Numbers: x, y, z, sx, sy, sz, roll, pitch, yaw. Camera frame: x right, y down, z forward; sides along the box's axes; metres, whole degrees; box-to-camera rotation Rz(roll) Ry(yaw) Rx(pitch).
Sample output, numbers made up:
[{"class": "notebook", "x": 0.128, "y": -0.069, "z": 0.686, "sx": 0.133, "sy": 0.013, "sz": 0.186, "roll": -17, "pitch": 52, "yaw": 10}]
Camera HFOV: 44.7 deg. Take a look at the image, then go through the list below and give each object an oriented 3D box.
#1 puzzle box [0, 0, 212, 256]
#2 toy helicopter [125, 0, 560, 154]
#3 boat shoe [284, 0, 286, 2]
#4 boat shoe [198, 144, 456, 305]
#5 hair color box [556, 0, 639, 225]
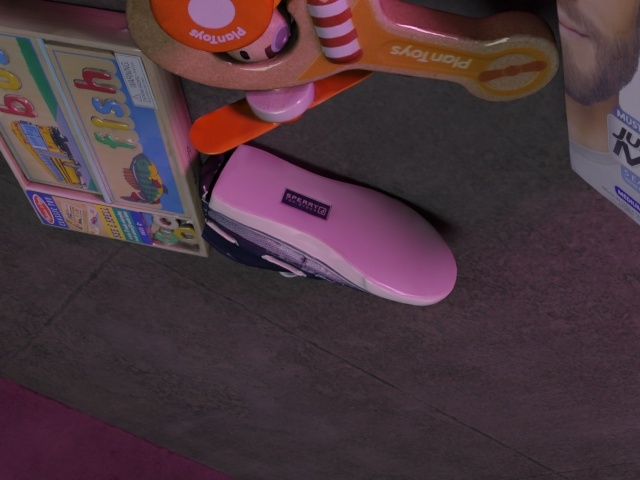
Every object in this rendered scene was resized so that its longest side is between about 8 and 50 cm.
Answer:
[{"class": "puzzle box", "x": -0.293, "y": -0.130, "z": 0.997, "sx": 0.272, "sy": 0.052, "sz": 0.409, "roll": 11, "pitch": 148, "yaw": 10}, {"class": "toy helicopter", "x": 0.022, "y": -0.158, "z": 0.639, "sx": 0.354, "sy": 0.140, "sz": 0.235, "roll": 7, "pitch": 147, "yaw": -13}, {"class": "boat shoe", "x": -0.062, "y": -0.229, "z": 0.721, "sx": 0.073, "sy": 0.073, "sz": 0.207, "roll": 27, "pitch": 139, "yaw": -25}, {"class": "boat shoe", "x": 0.000, "y": 0.000, "z": 1.012, "sx": 0.340, "sy": 0.127, "sz": 0.158, "roll": 28, "pitch": 154, "yaw": -2}, {"class": "hair color box", "x": 0.274, "y": -0.137, "z": 0.581, "sx": 0.110, "sy": 0.185, "sz": 0.339, "roll": -31, "pitch": 139, "yaw": -5}]
